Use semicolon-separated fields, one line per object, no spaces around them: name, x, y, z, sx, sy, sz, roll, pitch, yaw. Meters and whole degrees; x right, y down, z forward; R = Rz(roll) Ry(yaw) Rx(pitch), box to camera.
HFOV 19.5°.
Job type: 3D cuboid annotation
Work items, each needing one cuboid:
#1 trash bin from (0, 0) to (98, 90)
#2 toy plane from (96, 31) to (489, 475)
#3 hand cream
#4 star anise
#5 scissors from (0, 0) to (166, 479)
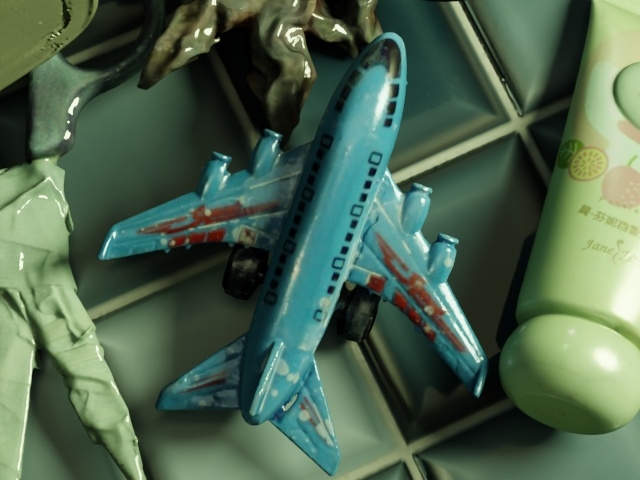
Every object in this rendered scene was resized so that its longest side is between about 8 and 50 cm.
trash bin;-0.277;-0.216;1.161;0.220;0.219;0.250;-35;77;-12
toy plane;0.000;0.000;1.176;0.254;0.105;0.271;21;83;3
hand cream;0.203;-0.022;1.211;0.147;0.093;0.306;21;67;3
star anise;-0.017;-0.199;1.230;0.282;0.129;0.212;-37;96;-6
scissors;-0.201;-0.002;1.210;0.256;0.029;0.383;-11;75;-5
